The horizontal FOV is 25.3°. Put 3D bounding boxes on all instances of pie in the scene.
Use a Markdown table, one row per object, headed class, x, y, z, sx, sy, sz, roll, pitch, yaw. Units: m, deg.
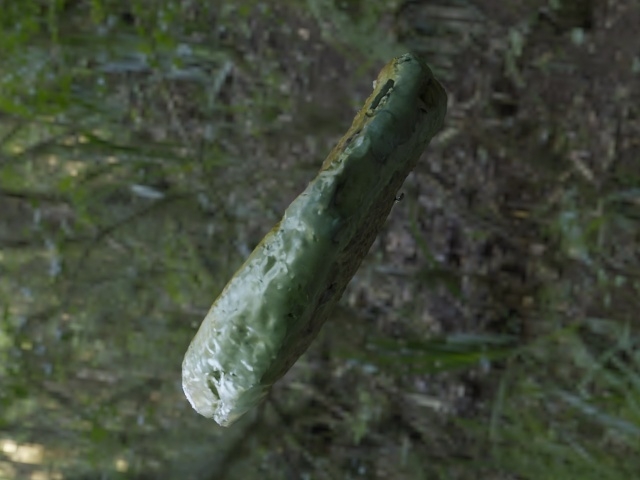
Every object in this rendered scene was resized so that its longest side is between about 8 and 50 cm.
| class | x | y | z | sx | sy | sz | roll | pitch | yaw |
| --- | --- | --- | --- | --- | --- | --- | --- | --- | --- |
| pie | -0.004 | 0.006 | 1.011 | 0.302 | 0.067 | 0.302 | -57 | -3 | -5 |
